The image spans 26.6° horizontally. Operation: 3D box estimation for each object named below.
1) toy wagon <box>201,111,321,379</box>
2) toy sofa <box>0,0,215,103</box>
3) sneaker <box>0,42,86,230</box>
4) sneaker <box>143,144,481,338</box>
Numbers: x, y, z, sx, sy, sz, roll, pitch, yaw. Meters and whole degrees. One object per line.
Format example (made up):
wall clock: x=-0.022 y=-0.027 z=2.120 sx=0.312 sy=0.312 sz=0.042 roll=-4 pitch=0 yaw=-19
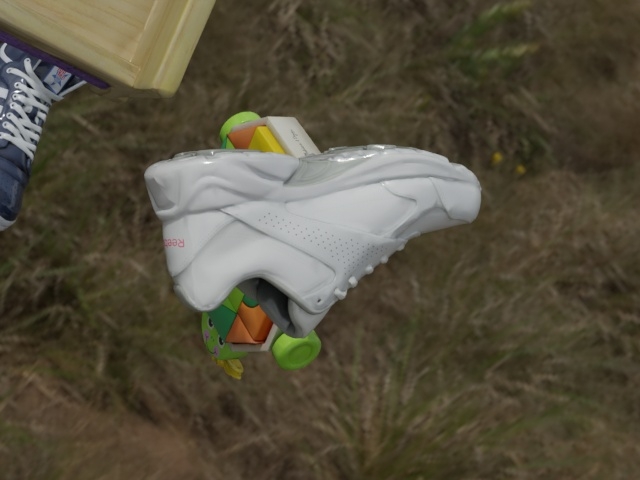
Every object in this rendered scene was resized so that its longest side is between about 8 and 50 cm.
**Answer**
toy wagon: x=-0.078 y=0.028 z=1.583 sx=0.068 sy=0.344 sz=0.267 roll=-1 pitch=41 yaw=-34
toy sofa: x=-0.234 y=-0.218 z=0.781 sx=0.362 sy=0.177 sz=0.150 roll=25 pitch=83 yaw=-30
sneaker: x=-0.352 y=-0.149 z=1.612 sx=0.099 sy=0.153 sz=0.282 roll=49 pitch=21 yaw=-47
sneaker: x=0.000 y=0.000 z=0.833 sx=0.232 sy=0.090 sz=0.115 roll=-4 pitch=93 yaw=-30
